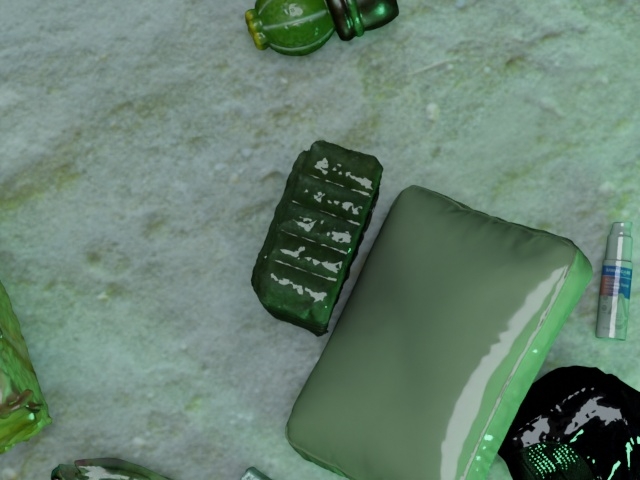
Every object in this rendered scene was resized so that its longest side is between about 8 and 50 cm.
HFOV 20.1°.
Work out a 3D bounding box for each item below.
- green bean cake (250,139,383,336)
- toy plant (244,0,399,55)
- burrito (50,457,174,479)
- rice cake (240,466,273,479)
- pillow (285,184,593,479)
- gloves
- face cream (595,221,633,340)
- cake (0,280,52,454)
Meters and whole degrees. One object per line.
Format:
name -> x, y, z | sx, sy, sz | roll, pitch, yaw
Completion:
green bean cake -> 0.000, 0.000, 1.885 | 0.094, 0.185, 0.183 | 19, 83, 8
toy plant -> -0.002, -0.254, 1.956 | 0.162, 0.093, 0.093 | -18, 85, -2
burrito -> -0.148, 0.307, 1.913 | 0.309, 0.066, 0.096 | 23, 87, 5
rice cake -> 0.014, 0.324, 1.920 | 0.245, 0.045, 0.042 | 36, 85, 3
pillow -> 0.117, 0.117, 1.873 | 0.255, 0.120, 0.322 | 21, 82, 41
gloves -> 0.322, 0.261, 1.874 | 0.197, 0.152, 0.301 | -36, 85, 5
face cream -> 0.321, 0.043, 1.954 | 0.034, 0.034, 0.130 | 7, 84, 1
cake -> -0.461, 0.109, 1.826 | 0.314, 0.293, 0.307 | -24, 79, -6
